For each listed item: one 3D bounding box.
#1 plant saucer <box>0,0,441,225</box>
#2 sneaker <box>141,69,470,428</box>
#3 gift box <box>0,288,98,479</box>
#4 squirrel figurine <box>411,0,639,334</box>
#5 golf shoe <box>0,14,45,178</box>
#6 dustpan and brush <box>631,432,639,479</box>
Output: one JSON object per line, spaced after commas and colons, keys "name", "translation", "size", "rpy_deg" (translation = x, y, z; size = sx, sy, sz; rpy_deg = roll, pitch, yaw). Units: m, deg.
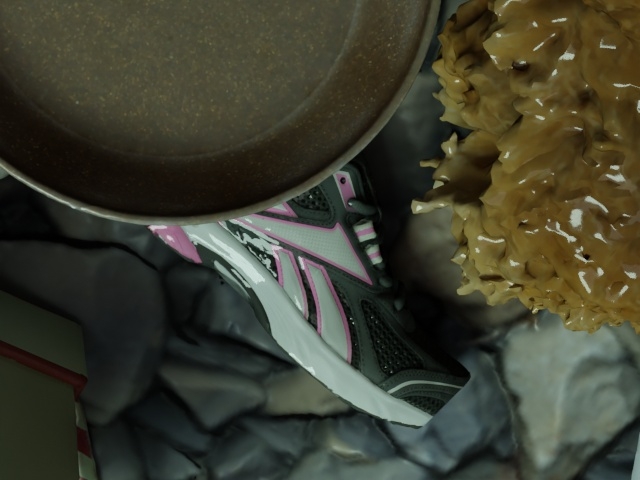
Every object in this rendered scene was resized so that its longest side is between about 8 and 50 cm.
{"name": "plant saucer", "translation": [-0.055, -0.104, 0.538], "size": [0.198, 0.036, 0.199], "rpy_deg": [0, 89, -8]}
{"name": "sneaker", "translation": [0.000, 0.000, 0.587], "size": [0.178, 0.072, 0.077], "rpy_deg": [41, 99, -16]}
{"name": "gift box", "translation": [-0.227, 0.136, 0.567], "size": [0.276, 0.258, 0.255], "rpy_deg": [32, 110, -28]}
{"name": "squirrel figurine", "translation": [0.219, -0.023, 0.449], "size": [0.281, 0.397, 0.370], "rpy_deg": [-46, 139, -11]}
{"name": "golf shoe", "translation": [-0.191, -0.076, 0.579], "size": [0.176, 0.069, 0.086], "rpy_deg": [21, 118, -1]}
{"name": "dustpan and brush", "translation": [0.239, 0.114, 0.608], "size": [0.211, 0.060, 0.147], "rpy_deg": [7, 111, 3]}
